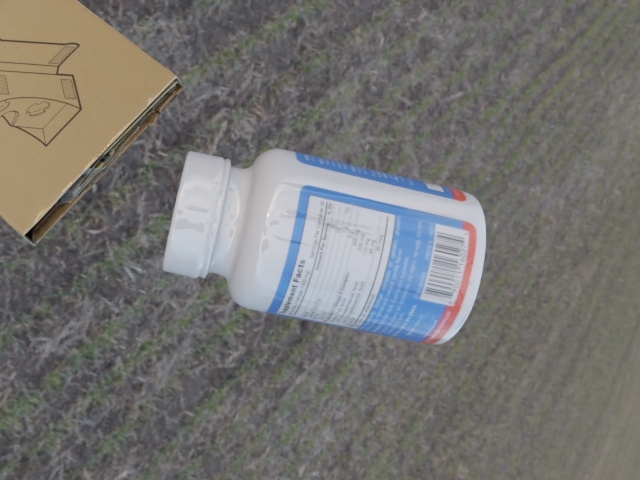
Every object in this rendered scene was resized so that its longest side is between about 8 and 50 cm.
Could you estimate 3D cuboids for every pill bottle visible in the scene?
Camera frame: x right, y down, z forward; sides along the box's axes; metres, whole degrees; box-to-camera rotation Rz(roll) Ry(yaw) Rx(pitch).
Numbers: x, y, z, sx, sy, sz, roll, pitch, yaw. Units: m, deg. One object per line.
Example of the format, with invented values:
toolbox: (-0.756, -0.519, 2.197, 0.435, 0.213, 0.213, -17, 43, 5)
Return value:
pill bottle: (0.000, 0.000, 0.589, 0.124, 0.221, 0.124, -167, -90, -81)

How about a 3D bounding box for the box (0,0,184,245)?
box: (-0.228, -0.114, 0.609, 0.164, 0.201, 0.021, -49, 157, -7)
